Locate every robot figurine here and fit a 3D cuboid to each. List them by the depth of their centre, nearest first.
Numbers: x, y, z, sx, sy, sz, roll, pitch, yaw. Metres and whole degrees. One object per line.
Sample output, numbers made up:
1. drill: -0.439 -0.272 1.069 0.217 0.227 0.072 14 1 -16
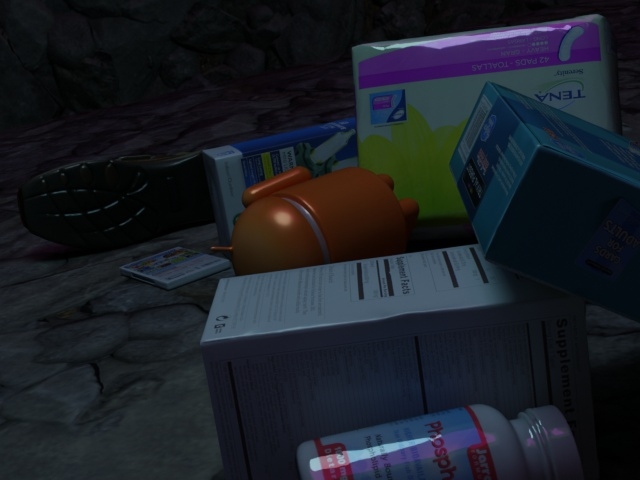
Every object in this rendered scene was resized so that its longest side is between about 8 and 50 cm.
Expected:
1. robot figurine: -0.001 -0.001 1.149 0.219 0.158 0.128 -22 4 -36

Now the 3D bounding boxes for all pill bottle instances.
1. pill bottle: 0.070 0.147 0.668 0.160 0.087 0.087 -12 16 -5

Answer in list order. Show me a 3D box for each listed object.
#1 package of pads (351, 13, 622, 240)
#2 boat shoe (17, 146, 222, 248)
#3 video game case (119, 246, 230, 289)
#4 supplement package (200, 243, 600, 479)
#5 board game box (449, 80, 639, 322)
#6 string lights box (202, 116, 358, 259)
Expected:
1. package of pads: 0.187 -0.117 1.259 0.297 0.229 0.101 -5 -8 18
2. boat shoe: -0.255 -0.061 1.556 0.324 0.122 0.120 -7 9 -22
3. video game case: -0.176 0.032 1.349 0.087 0.011 0.122 -21 20 -33
4. supplement package: 0.054 0.092 0.774 0.244 0.139 0.134 -7 16 3
5. board game box: 0.264 0.007 0.768 0.336 0.079 0.254 22 16 -4
6. string lights box: -0.003 -0.071 1.380 0.260 0.133 0.077 -14 16 -15
